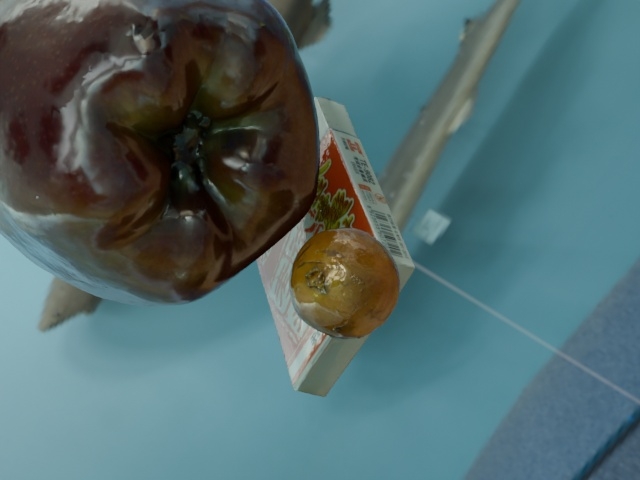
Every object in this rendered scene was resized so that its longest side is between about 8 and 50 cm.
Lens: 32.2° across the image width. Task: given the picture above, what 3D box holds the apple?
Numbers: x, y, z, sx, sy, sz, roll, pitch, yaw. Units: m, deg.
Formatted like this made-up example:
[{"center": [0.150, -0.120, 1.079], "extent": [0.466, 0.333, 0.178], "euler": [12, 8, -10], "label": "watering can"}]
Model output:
[{"center": [-0.147, -0.090, 0.890], "extent": [0.288, 0.288, 0.317], "euler": [-60, 30, -6], "label": "apple"}]

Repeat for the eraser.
[{"center": [0.000, 0.000, 0.980], "extent": [0.157, 0.038, 0.230], "euler": [-58, 33, 31], "label": "eraser"}]

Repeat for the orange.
[{"center": [0.018, 0.030, 0.801], "extent": [0.083, 0.083, 0.083], "euler": [-56, 11, 16], "label": "orange"}]
